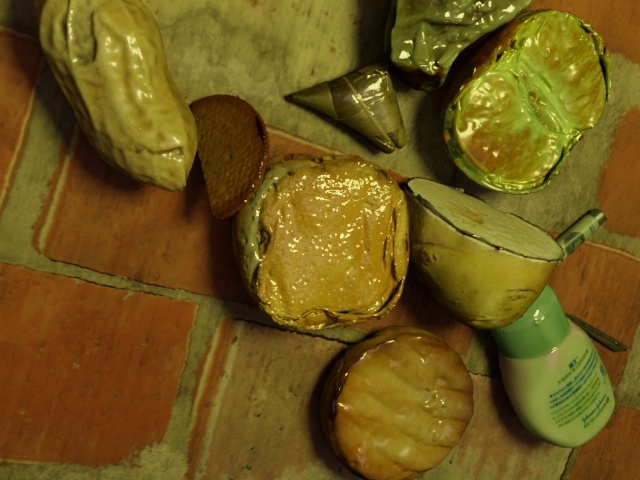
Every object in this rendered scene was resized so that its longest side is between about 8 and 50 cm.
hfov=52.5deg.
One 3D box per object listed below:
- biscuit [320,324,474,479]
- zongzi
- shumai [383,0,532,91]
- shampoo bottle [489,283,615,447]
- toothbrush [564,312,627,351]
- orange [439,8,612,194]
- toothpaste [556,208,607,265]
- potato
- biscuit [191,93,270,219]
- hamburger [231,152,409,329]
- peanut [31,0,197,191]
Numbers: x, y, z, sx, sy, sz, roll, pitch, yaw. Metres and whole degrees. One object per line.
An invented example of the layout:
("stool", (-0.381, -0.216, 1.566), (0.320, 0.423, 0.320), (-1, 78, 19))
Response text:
("biscuit", (0.138, 0.300, 1.199), (0.296, 0.102, 0.296), (-3, 100, -19))
("zongzi", (0.054, -0.206, 1.115), (0.176, 0.078, 0.160), (-23, 106, -8))
("shumai", (0.228, -0.368, 1.087), (0.260, 0.225, 0.222), (-7, 110, 2))
("shampoo bottle", (0.442, 0.228, 1.287), (0.222, 0.151, 0.349), (-38, 110, -19))
("toothbrush", (0.558, 0.177, 1.394), (0.297, 0.030, 0.030), (29, 76, -22))
("orange", (0.357, -0.240, 1.167), (0.262, 0.196, 0.334), (36, 79, -9))
("toothpaste", (0.498, 0.018, 1.344), (0.239, 0.039, 0.062), (-38, 116, -11))
("potato", (0.247, 0.035, 1.143), (0.299, 0.246, 0.196), (26, 112, 2))
("biscuit", (-0.134, -0.140, 0.995), (0.126, 0.025, 0.206), (-21, 71, 20))
("hamburger", (0.000, 0.000, 1.062), (0.318, 0.158, 0.319), (-1, 92, -14))
("peanut", (-0.284, -0.227, 0.925), (0.174, 0.158, 0.340), (-13, 109, 19))
